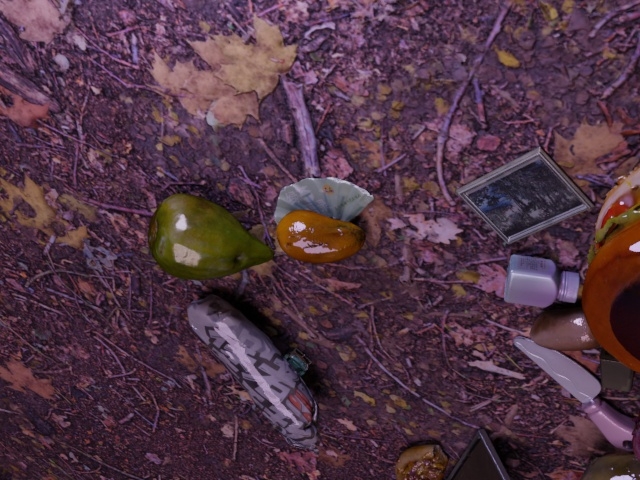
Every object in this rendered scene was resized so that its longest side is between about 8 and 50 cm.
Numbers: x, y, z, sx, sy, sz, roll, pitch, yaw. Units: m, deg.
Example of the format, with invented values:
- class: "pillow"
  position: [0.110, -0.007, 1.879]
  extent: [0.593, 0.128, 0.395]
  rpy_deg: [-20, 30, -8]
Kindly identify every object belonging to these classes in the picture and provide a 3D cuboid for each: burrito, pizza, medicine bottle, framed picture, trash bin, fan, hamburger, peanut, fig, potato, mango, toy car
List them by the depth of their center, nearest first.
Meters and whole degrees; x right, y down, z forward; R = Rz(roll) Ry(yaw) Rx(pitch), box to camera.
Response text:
- class: "hamburger"
  position: [0.544, 0.037, 1.412]
  extent: [0.330, 0.250, 0.330]
  rpy_deg: [18, 142, 14]
- class: "framed picture"
  position: [0.327, -0.066, 1.601]
  extent: [0.142, 0.011, 0.183]
  rpy_deg: [43, 137, -19]
- class: "medicine bottle"
  position: [0.375, 0.072, 1.679]
  extent: [0.118, 0.055, 0.074]
  rpy_deg: [8, 128, 8]
- class: "peanut"
  position: [0.434, 0.155, 1.733]
  extent: [0.152, 0.076, 0.076]
  rpy_deg: [-7, 130, 39]
- class: "mango"
  position: [-0.002, 0.003, 1.781]
  extent: [0.159, 0.084, 0.105]
  rpy_deg: [16, 145, 15]
- class: "trash bin"
  position: [0.535, 0.229, 1.785]
  extent: [0.061, 0.043, 0.092]
  rpy_deg: [8, 140, 21]
- class: "fan"
  position: [-0.006, -0.058, 1.793]
  extent: [0.240, 0.009, 0.131]
  rpy_deg: [-21, 119, 42]
- class: "fig"
  position: [-0.220, 0.012, 1.866]
  extent: [0.233, 0.167, 0.167]
  rpy_deg: [35, 140, 1]
- class: "potato"
  position: [0.638, 0.473, 1.901]
  extent: [0.296, 0.141, 0.192]
  rpy_deg: [-16, 160, 25]
- class: "burrito"
  position: [-0.116, 0.292, 2.108]
  extent: [0.139, 0.101, 0.445]
  rpy_deg: [-23, 109, 48]
- class: "framed picture"
  position: [0.346, 0.569, 2.140]
  extent: [0.016, 0.213, 0.289]
  rpy_deg: [-8, 142, -23]
- class: "toy car"
  position: [-0.073, 0.279, 2.167]
  extent: [0.059, 0.035, 0.122]
  rpy_deg: [44, 141, -10]
- class: "pizza"
  position: [0.227, 0.536, 2.265]
  extent: [0.127, 0.058, 0.246]
  rpy_deg: [26, 142, -1]

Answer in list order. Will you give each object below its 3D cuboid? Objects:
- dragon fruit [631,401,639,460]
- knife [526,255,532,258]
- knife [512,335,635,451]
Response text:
- class: "dragon fruit"
  position: [0.663, 0.310, 1.733]
  extent: [0.211, 0.147, 0.282]
  rpy_deg: [13, 130, 22]
- class: "knife"
  position: [0.373, 0.063, 1.717]
  extent: [0.027, 0.010, 0.096]
  rpy_deg: [-6, 130, 31]
- class: "knife"
  position: [0.497, 0.286, 1.869]
  extent: [0.336, 0.043, 0.081]
  rpy_deg: [41, 132, -14]
